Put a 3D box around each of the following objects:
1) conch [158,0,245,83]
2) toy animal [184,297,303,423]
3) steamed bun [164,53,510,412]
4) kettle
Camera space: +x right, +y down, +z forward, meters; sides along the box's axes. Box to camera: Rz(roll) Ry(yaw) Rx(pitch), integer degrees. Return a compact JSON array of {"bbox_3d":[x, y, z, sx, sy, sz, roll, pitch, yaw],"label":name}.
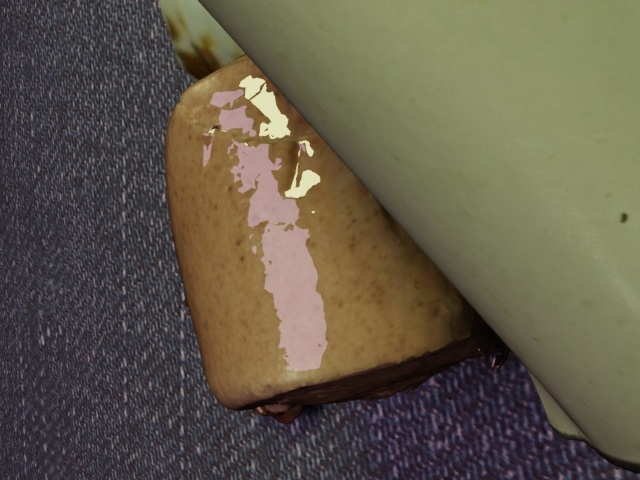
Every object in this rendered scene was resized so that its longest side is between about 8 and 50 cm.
[{"bbox_3d":[-0.028,-0.236,0.723,0.197,0.368,0.249,16,80,28],"label":"conch"},{"bbox_3d":[-0.017,0.047,0.910,0.157,0.097,0.312,53,132,17],"label":"toy animal"},{"bbox_3d":[0.000,0.000,0.685,0.199,0.301,0.251,-25,80,16],"label":"steamed bun"},{"bbox_3d":[0.146,-0.130,0.434,0.361,0.250,0.377,-36,99,24],"label":"kettle"}]
